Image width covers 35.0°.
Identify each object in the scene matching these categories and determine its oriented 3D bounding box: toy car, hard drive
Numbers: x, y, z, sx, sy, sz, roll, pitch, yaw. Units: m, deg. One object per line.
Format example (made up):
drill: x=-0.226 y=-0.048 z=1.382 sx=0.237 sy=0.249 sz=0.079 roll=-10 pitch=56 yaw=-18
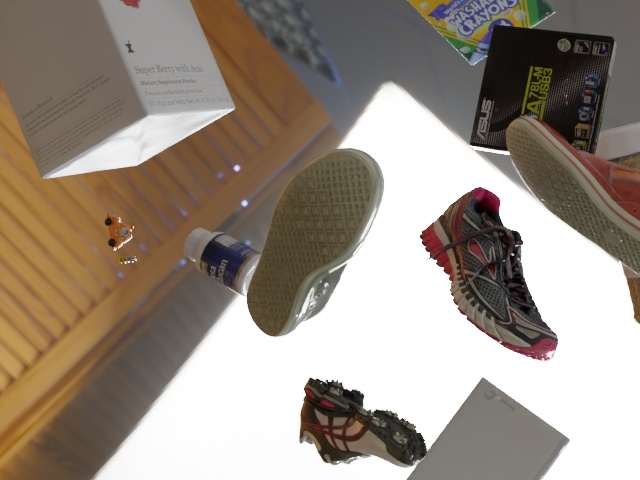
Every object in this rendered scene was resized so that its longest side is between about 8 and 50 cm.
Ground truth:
toy car: x=-0.304 y=-0.005 z=1.567 sx=0.122 sy=0.040 sz=0.060 roll=98 pitch=-17 yaw=-75
hard drive: x=0.299 y=0.440 z=1.920 sx=0.203 sy=0.307 sz=0.040 roll=35 pitch=-5 yaw=25

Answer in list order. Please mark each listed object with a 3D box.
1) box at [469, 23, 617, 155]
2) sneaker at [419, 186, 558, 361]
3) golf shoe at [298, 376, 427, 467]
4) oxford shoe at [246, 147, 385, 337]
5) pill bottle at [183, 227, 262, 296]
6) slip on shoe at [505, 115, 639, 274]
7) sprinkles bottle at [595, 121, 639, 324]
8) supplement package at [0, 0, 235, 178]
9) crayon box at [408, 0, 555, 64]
box: x=0.331 y=-0.217 z=1.511 sx=0.184 sy=0.191 sz=0.045 roll=12 pitch=0 yaw=20
sneaker: x=0.228 y=0.039 z=1.330 sx=0.121 sy=0.112 sz=0.299 roll=27 pitch=24 yaw=-36
golf shoe: x=0.065 y=0.318 z=1.632 sx=0.105 sy=0.120 sz=0.273 roll=15 pitch=5 yaw=-38
oxford shoe: x=0.000 y=0.000 z=1.739 sx=0.169 sy=0.130 sz=0.449 roll=51 pitch=-42 yaw=21
pill bottle: x=-0.194 y=0.039 z=2.057 sx=0.169 sy=0.094 sz=0.094 roll=27 pitch=-19 yaw=27
slip on shoe: x=0.403 y=-0.069 z=1.444 sx=0.331 sy=0.101 sz=0.123 roll=38 pitch=-21 yaw=2
sprinkles bottle: x=0.581 y=-0.032 z=1.816 sx=0.121 sy=0.121 sz=0.355 roll=174 pitch=-99 yaw=-74
supplement package: x=-0.262 y=-0.245 z=1.169 sx=0.177 sy=0.175 sz=0.293 roll=-19 pitch=85 yaw=-60
crayon box: x=0.277 y=-0.508 z=1.961 sx=0.203 sy=0.083 sz=0.323 roll=-30 pitch=-53 yaw=33
